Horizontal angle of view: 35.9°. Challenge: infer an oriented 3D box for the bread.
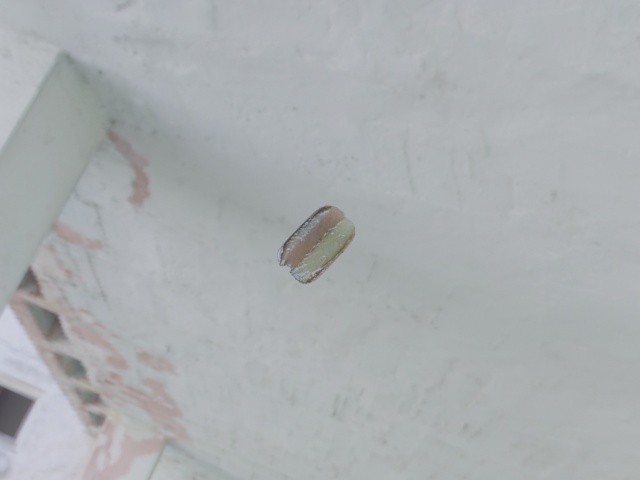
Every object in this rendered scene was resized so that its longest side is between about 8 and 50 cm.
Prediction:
[{"bbox_3d":[0.000,0.000,0.845,0.043,0.062,0.109,43,14,1],"label":"bread"}]
